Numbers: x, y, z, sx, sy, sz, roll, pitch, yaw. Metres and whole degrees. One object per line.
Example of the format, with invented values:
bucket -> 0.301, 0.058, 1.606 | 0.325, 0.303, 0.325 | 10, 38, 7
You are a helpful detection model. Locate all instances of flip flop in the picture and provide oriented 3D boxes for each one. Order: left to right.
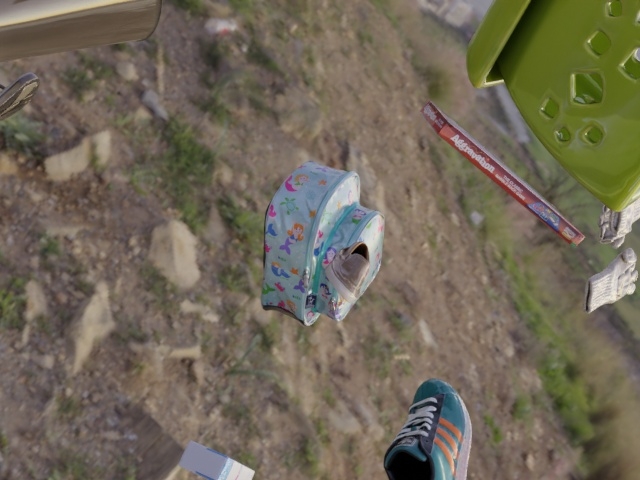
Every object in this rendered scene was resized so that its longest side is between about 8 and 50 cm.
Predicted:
flip flop -> -0.608, -0.228, 1.612 | 0.080, 0.277, 0.112 | 65, 24, -10

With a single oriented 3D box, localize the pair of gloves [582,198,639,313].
pair of gloves -> 0.584, 0.014, 1.815 | 0.042, 0.240, 0.204 | 17, 19, 36

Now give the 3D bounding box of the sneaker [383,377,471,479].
sneaker -> 0.170, 0.336, 1.515 | 0.121, 0.108, 0.302 | 42, 35, -30

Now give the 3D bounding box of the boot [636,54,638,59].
boot -> 0.447, -0.184, 1.318 | 0.263, 0.091, 0.229 | -4, 51, -52

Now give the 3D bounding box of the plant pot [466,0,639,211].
plant pot -> 0.279, -0.192, 0.840 | 0.207, 0.227, 0.228 | 40, 33, 19

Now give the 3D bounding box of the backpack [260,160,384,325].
backpack -> 0.000, 0.000, 1.603 | 0.191, 0.254, 0.225 | 14, 38, 24

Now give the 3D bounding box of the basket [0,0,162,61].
basket -> -0.307, -0.280, 1.004 | 0.154, 0.204, 0.226 | 25, 43, 36

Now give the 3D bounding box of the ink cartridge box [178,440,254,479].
ink cartridge box -> -0.189, 0.418, 1.706 | 0.088, 0.052, 0.122 | 16, -17, 28

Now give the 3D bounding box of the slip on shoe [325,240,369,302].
slip on shoe -> 0.040, 0.036, 1.160 | 0.051, 0.041, 0.135 | 49, 15, -6

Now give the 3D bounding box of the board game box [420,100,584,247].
board game box -> 0.274, -0.103, 1.415 | 0.281, 0.027, 0.145 | 37, 12, -17
